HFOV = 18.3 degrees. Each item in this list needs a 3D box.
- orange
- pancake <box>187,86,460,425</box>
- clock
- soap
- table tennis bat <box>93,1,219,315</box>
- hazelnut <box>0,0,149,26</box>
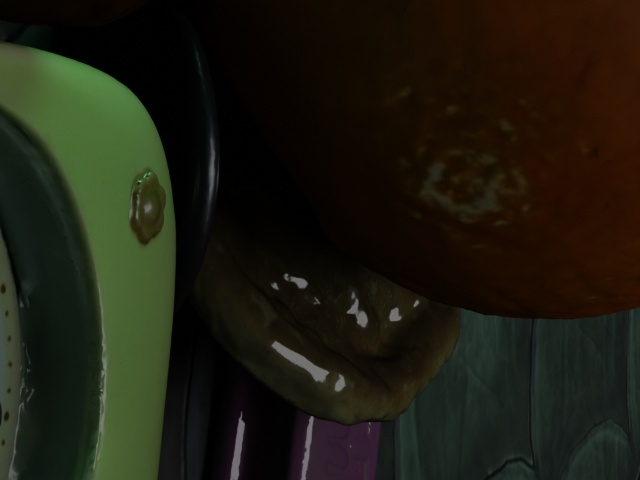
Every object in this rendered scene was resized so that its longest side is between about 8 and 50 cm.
[{"bbox_3d":[0.103,-0.158,1.033,0.424,0.326,0.424,37,32,-28],"label":"orange"},{"bbox_3d":[0.001,-0.001,1.093,0.236,0.042,0.222,16,50,-47],"label":"pancake"},{"bbox_3d":[-0.180,0.056,0.721,0.348,0.117,0.286,19,75,-65],"label":"clock"},{"bbox_3d":[-0.012,0.117,1.171,0.122,0.065,0.203,25,69,-64],"label":"soap"},{"bbox_3d":[-0.088,-0.071,0.933,0.027,0.150,0.236,4,67,-27],"label":"table tennis bat"},{"bbox_3d":[-0.102,-0.176,0.653,0.234,0.218,0.218,-21,112,-59],"label":"hazelnut"}]
